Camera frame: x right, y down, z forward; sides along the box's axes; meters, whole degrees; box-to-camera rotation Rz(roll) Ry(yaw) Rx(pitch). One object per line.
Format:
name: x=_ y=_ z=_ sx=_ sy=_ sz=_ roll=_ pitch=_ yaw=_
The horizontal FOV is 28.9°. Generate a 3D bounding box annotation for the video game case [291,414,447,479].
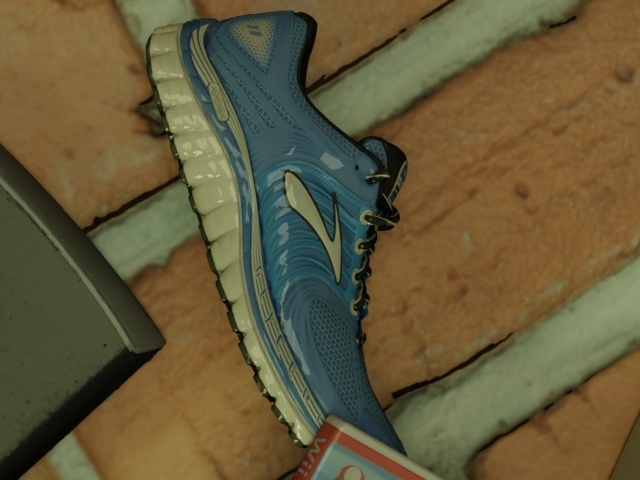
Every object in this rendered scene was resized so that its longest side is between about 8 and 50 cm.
video game case: x=0.014 y=0.276 z=0.766 sx=0.204 sy=0.025 sz=0.285 roll=34 pitch=82 yaw=-26

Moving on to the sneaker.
sneaker: x=0.000 y=0.000 z=0.808 sx=0.147 sy=0.130 sz=0.330 roll=-19 pitch=89 yaw=-3

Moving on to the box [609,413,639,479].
box: x=0.279 y=0.144 z=0.845 sx=0.113 sy=0.094 sz=0.275 roll=25 pitch=86 yaw=-4

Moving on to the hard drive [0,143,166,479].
hard drive: x=-0.244 y=0.027 z=0.820 sx=0.172 sy=0.054 sz=0.255 roll=-42 pitch=92 yaw=-6
